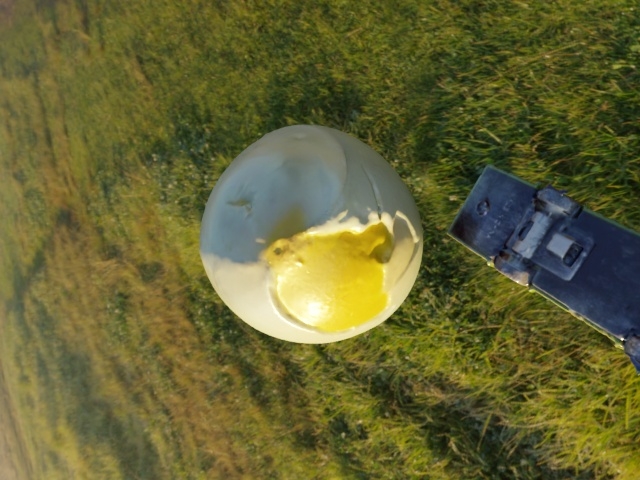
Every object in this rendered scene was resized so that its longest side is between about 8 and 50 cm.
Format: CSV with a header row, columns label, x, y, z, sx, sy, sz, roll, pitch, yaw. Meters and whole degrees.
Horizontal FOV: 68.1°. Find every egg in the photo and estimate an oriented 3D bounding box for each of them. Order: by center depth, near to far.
label,x,y,z,sx,sy,sz,roll,pitch,yaw
egg,0.000,0.000,0.654,0.283,0.345,0.283,-9,70,27

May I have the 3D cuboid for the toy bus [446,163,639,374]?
label,x,y,z,sx,sy,sz,roll,pitch,yaw
toy bus,0.280,0.032,0.459,0.301,0.139,0.113,41,108,43
